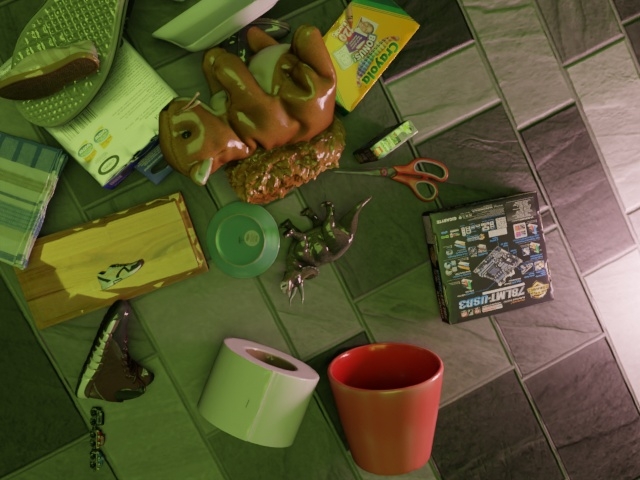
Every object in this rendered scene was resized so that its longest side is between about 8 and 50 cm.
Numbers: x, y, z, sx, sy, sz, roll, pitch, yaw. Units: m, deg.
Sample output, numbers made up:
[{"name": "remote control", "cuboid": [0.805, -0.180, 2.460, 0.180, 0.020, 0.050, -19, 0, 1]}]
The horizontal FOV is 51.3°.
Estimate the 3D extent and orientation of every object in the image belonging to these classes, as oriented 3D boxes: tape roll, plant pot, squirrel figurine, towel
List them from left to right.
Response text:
[{"name": "towel", "cuboid": [-0.701, -0.094, 1.506, 0.209, 0.034, 0.284, 17, 84, 17]}, {"name": "squirrel figurine", "cuboid": [-0.149, -0.228, 1.454, 0.370, 0.281, 0.396, -41, 129, -17]}, {"name": "tape roll", "cuboid": [-0.145, 0.352, 1.559, 0.246, 0.246, 0.169, 22, 91, -9]}, {"name": "plant pot", "cuboid": [0.164, 0.411, 1.613, 0.275, 0.275, 0.243, -7, 104, -8]}]

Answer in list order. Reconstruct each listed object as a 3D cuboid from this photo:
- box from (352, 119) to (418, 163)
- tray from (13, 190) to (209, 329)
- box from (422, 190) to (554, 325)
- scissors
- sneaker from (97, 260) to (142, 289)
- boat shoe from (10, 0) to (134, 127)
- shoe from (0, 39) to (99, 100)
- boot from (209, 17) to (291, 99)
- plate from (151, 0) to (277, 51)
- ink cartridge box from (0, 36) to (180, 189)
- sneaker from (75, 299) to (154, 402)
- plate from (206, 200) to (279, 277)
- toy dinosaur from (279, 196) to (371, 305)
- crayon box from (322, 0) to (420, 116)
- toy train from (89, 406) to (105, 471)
[{"name": "box", "cuboid": [0.149, -0.231, 1.579, 0.114, 0.207, 0.036, -36, 98, -5]}, {"name": "tray", "cuboid": [-0.493, 0.044, 1.572, 0.411, 0.076, 0.202, -20, 97, -7]}, {"name": "box", "cuboid": [0.432, 0.043, 1.710, 0.296, 0.073, 0.293, -12, 96, -8]}, {"name": "scissors", "cuboid": [0.177, -0.181, 1.685, 0.297, 0.021, 0.108, 16, 94, -8]}, {"name": "sneaker", "cuboid": [-0.460, 0.071, 1.522, 0.109, 0.040, 0.043, -28, 96, -6]}, {"name": "boat shoe", "cuboid": [-0.476, -0.461, 1.355, 0.187, 0.156, 0.499, 24, 104, -12]}, {"name": "shoe", "cuboid": [-0.530, -0.330, 1.292, 0.219, 0.076, 0.058, -17, 69, 8]}, {"name": "boot", "cuboid": [-0.167, -0.419, 1.587, 0.190, 0.076, 0.208, 2, 87, 4]}, {"name": "plate", "cuboid": [-0.218, -0.500, 1.476, 0.278, 0.277, 0.045, -38, 125, -12]}, {"name": "ink cartridge box", "cuboid": [-0.483, -0.301, 1.508, 0.270, 0.151, 0.395, -44, 97, -4]}, {"name": "sneaker", "cuboid": [-0.457, 0.271, 1.570, 0.163, 0.106, 0.281, 22, 114, -19]}, {"name": "plate", "cuboid": [-0.191, -0.001, 1.605, 0.188, 0.024, 0.188, 1, 93, 14]}, {"name": "toy dinosaur", "cuboid": [0.000, 0.000, 1.637, 0.314, 0.121, 0.160, -37, 110, -9]}, {"name": "crayon box", "cuboid": [0.087, -0.462, 1.617, 0.165, 0.081, 0.278, 39, 88, -9]}, {"name": "toy train", "cuboid": [-0.542, 0.483, 1.620, 0.036, 0.027, 0.158, 1, 93, -19]}]
